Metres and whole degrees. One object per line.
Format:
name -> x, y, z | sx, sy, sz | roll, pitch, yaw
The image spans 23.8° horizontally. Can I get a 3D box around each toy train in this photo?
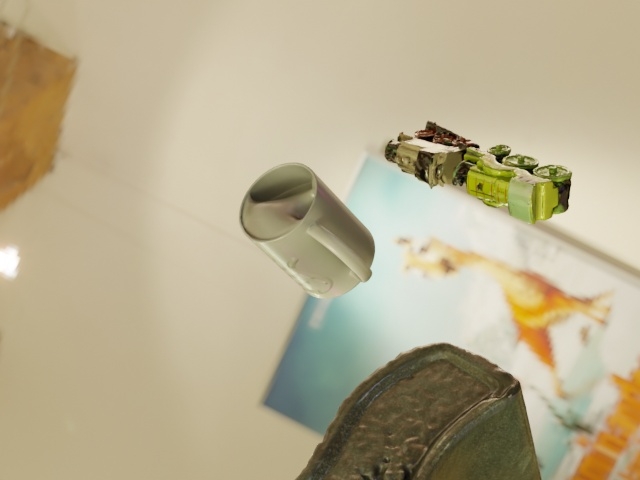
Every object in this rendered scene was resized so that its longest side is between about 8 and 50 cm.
toy train -> 0.161, -0.076, 1.605 | 0.085, 0.250, 0.053 | -16, -65, -33

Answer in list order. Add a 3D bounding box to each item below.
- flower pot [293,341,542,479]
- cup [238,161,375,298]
flower pot -> 0.042, 0.176, 0.981 | 0.229, 0.103, 0.108 | -43, -44, -32
cup -> -0.009, 0.004, 1.610 | 0.099, 0.136, 0.133 | -30, -44, 14
